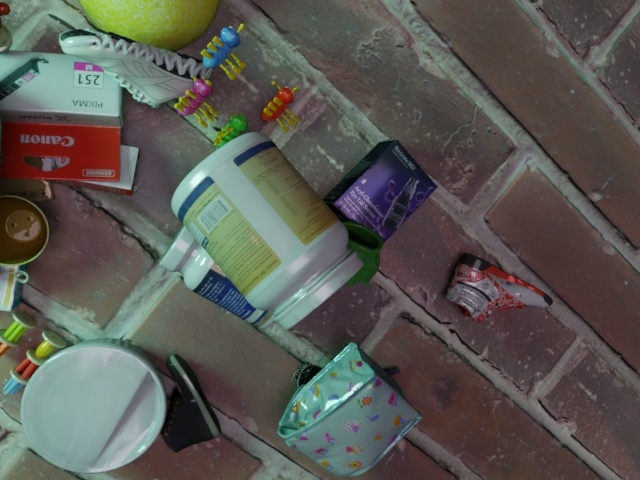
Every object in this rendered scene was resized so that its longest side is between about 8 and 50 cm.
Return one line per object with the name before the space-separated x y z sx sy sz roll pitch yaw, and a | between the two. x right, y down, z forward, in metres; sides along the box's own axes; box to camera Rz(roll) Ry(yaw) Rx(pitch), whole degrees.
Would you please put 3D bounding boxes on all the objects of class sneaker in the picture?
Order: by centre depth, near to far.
sneaker | -0.345 -0.321 1.006 0.292 0.110 0.118 3 114 -46
sneaker | -0.316 0.367 1.163 0.118 0.083 0.221 -25 104 -10
sneaker | 0.444 0.149 1.329 0.270 0.090 0.144 26 92 -13

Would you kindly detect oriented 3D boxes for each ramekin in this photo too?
ramekin | -0.459 0.329 1.098 0.273 0.127 0.272 -2 97 -14

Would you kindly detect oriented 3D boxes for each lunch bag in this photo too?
lunch bag | 0.060 0.403 1.205 0.262 0.160 0.223 -43 119 3

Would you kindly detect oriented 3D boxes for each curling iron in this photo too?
curling iron | 0.067 0.328 1.282 0.274 0.035 0.068 1 97 -14

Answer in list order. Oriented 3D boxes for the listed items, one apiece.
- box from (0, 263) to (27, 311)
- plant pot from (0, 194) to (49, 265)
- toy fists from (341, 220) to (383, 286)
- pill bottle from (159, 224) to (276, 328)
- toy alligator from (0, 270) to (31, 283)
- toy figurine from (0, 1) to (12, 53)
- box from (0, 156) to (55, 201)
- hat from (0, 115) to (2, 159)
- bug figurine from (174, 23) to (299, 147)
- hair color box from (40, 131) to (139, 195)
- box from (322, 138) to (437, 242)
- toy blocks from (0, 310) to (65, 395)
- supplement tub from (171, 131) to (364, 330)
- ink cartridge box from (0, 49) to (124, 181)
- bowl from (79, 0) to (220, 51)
box | -0.721 0.068 1.028 0.245 0.060 0.100 12 94 -16
plant pot | -0.594 -0.024 1.031 0.134 0.095 0.134 -2 99 -14
toy fists | 0.000 0.000 1.151 0.279 0.096 0.142 26 130 4
pill bottle | -0.193 0.064 1.117 0.265 0.153 0.153 32 89 -16
toy alligator | -0.651 0.053 0.985 0.190 0.051 0.056 15 93 -16
toy figurine | -0.642 -0.451 0.920 0.210 0.148 0.212 7 78 -10
box | -0.650 -0.148 1.038 0.201 0.021 0.164 -9 100 -13
hat | -0.686 -0.133 0.890 0.332 0.134 0.331 1 92 24
bug figurine | -0.175 -0.295 1.073 0.216 0.072 0.279 -42 143 8
hair color box | -0.459 -0.153 1.059 0.167 0.053 0.093 10 77 -16
box | 0.133 -0.107 1.202 0.153 0.108 0.207 44 86 -15
toy blocks | -0.625 0.237 1.080 0.123 0.054 0.148 41 87 -17
supplement tub | -0.093 -0.015 0.974 0.228 0.228 0.316 -40 88 -6
ink cartridge box | -0.523 -0.237 1.000 0.275 0.060 0.238 0 75 -14
bowl | -0.330 -0.521 1.000 0.290 0.156 0.289 -2 98 -15
